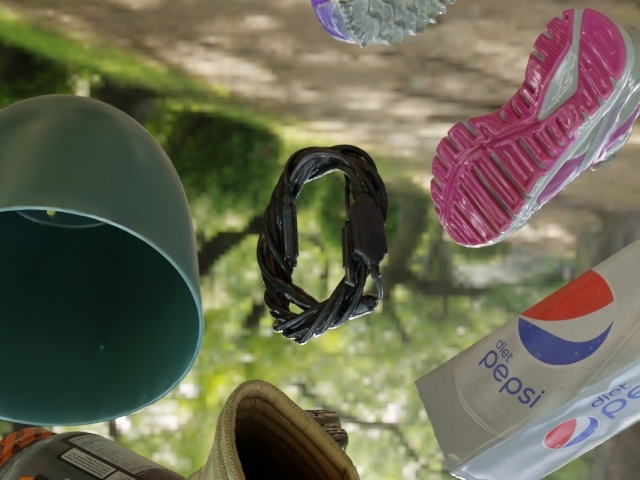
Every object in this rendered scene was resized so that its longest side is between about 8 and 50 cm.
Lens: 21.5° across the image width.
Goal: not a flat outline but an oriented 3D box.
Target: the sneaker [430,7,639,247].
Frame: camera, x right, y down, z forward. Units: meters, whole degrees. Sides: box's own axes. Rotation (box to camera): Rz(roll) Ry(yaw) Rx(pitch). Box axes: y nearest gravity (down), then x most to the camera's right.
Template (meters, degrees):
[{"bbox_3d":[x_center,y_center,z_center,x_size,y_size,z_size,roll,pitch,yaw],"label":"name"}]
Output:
[{"bbox_3d":[0.190,-0.083,1.377,0.111,0.103,0.252,-5,148,-44],"label":"sneaker"}]

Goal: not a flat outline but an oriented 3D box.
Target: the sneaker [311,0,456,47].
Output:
[{"bbox_3d":[0.038,-0.250,1.134,0.146,0.293,0.102,9,149,31],"label":"sneaker"}]

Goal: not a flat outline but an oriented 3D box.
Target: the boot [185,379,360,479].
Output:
[{"bbox_3d":[-0.023,0.244,1.125,0.095,0.262,0.203,-8,148,-30],"label":"boot"}]

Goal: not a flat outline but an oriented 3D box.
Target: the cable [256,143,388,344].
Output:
[{"bbox_3d":[0.000,0.000,1.494,0.047,0.184,0.150,15,141,-38],"label":"cable"}]

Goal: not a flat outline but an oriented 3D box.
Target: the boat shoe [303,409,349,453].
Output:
[{"bbox_3d":[-0.020,0.300,2.207,0.122,0.120,0.324,1,-177,6],"label":"boat shoe"}]

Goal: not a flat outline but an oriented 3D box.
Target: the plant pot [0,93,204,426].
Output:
[{"bbox_3d":[-0.256,-0.001,1.649,0.293,0.293,0.235,1,-138,-3],"label":"plant pot"}]

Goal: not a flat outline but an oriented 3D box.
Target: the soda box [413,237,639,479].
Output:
[{"bbox_3d":[0.221,0.086,1.311,0.286,0.091,0.098,-35,144,19],"label":"soda box"}]

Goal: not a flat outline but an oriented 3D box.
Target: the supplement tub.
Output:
[{"bbox_3d":[-0.208,0.314,1.722,0.316,0.193,0.193,19,-170,36],"label":"supplement tub"}]
